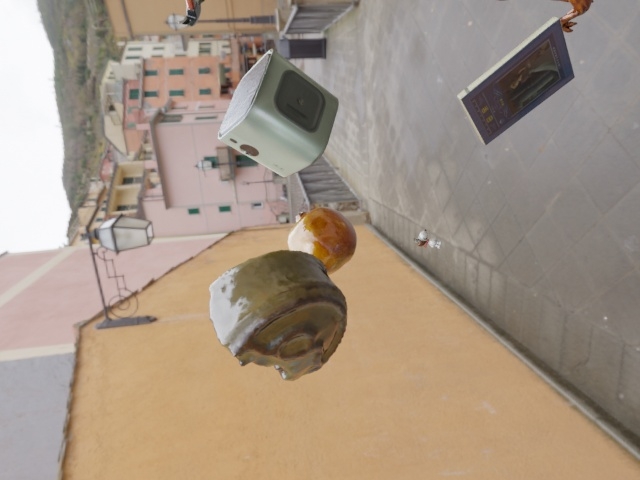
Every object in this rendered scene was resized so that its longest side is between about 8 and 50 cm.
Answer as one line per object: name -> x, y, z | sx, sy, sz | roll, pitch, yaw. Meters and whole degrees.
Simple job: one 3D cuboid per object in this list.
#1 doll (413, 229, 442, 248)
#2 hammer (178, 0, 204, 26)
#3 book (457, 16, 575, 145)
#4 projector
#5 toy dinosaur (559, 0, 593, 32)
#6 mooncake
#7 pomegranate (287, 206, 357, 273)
doll -> 0.346, 0.005, 1.328 | 0.085, 0.058, 0.040 | 40, -170, 19
hammer -> -0.288, -0.562, 0.859 | 0.288, 0.033, 0.111 | 130, 154, -79
book -> 0.494, -0.386, 1.034 | 0.191, 0.269, 0.025 | 39, -160, -41
projector -> -0.126, -0.367, 1.233 | 0.248, 0.249, 0.248 | -13, 56, 53
toy dinosaur -> 0.683, -0.660, 1.115 | 0.208, 0.431, 0.097 | 10, -112, -69
mooncake -> -0.120, 0.223, 1.129 | 0.246, 0.393, 0.393 | 52, 130, 37
pomegranate -> 0.000, 0.000, 1.547 | 0.264, 0.264, 0.265 | 175, 90, -83
